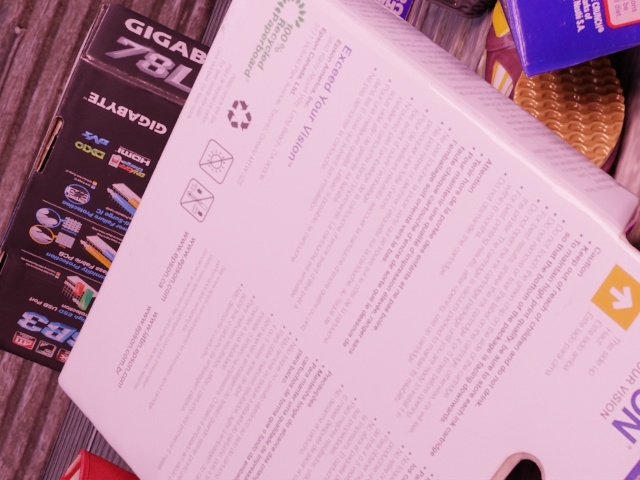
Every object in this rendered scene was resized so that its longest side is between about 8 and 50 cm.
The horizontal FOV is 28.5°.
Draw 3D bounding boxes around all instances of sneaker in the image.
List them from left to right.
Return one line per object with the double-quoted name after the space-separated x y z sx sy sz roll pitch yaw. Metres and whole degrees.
0.137 -0.081 0.765 0.084 0.069 0.185 96 178 -47 "sneaker"

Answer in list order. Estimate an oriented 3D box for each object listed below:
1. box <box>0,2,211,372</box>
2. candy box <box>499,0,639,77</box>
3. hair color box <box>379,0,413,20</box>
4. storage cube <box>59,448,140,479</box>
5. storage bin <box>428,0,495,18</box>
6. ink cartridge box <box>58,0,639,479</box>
-0.071 0.016 0.895 0.073 0.295 0.293 -79 16 -45 "box"
0.124 -0.286 0.710 0.317 0.122 0.268 -93 -12 -57 "candy box"
0.054 -0.335 1.310 0.185 0.110 0.339 -150 80 -74 "hair color box"
-0.136 0.301 0.888 0.215 0.193 0.184 -56 18 15 "storage cube"
0.110 -0.284 1.005 0.084 0.122 0.180 136 151 -59 "storage bin"
0.022 0.063 0.696 0.071 0.330 0.324 -12 -42 -53 "ink cartridge box"
